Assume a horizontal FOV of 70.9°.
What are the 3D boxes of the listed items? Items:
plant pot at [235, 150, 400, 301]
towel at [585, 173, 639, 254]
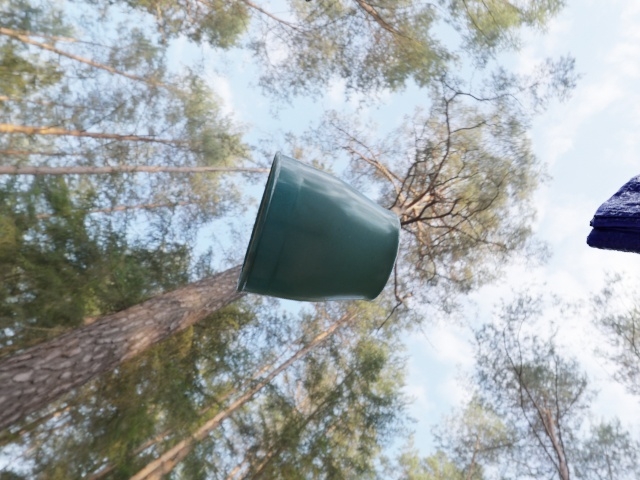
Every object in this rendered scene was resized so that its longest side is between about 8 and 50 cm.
[{"bbox_3d":[0.000,0.000,0.851,0.255,0.271,0.271,16,-68,-10],"label":"plant pot"},{"bbox_3d":[0.636,-0.051,0.731,0.308,0.228,0.076,14,-43,58],"label":"towel"}]
